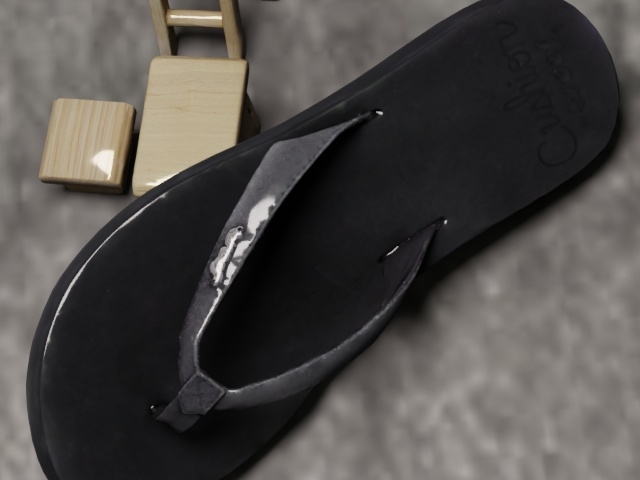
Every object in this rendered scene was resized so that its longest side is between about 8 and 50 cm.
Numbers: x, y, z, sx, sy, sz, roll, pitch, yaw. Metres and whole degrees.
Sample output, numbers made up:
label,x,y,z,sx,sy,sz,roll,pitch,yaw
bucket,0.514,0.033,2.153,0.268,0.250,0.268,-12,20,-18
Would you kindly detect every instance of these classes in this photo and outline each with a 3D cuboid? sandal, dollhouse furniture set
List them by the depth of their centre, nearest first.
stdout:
label,x,y,z,sx,sy,sz,roll,pitch,yaw
sandal,0.000,-0.001,0.696,0.254,0.054,0.097,-41,109,-8
dollhouse furniture set,-0.114,-0.097,0.749,0.182,0.101,0.161,3,70,10
